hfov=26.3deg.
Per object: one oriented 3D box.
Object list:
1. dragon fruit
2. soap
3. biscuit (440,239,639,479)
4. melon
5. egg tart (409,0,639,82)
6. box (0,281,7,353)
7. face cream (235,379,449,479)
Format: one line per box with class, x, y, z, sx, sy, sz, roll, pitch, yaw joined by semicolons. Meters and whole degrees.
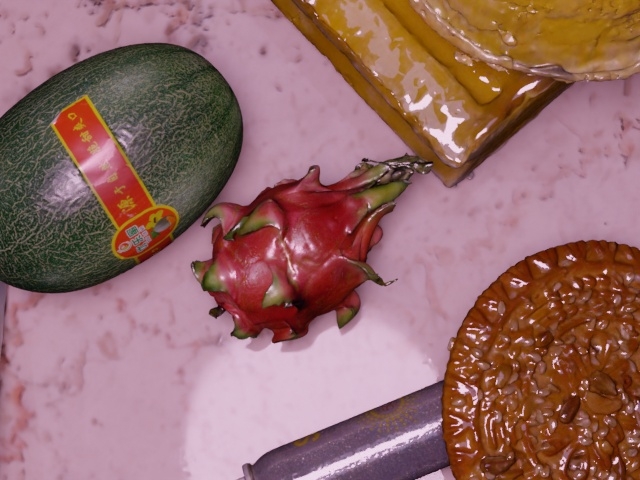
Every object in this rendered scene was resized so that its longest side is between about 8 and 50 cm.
dragon fruit;0.001;0.003;1.201;0.236;0.135;0.137;-23;76;5
soap;0.117;-0.270;1.230;0.304;0.169;0.338;-42;83;-6
biscuit;0.244;0.149;1.173;0.305;0.038;0.305;2;83;-18
melon;-0.200;-0.057;1.200;0.288;0.182;0.182;-35;81;-3
egg tart;0.201;-0.278;1.087;0.315;0.120;0.315;1;81;-5
box;-0.420;0.126;1.208;0.273;0.048;0.265;-4;60;2
face cream;0.046;0.187;1.206;0.284;0.073;0.073;-22;81;-1
